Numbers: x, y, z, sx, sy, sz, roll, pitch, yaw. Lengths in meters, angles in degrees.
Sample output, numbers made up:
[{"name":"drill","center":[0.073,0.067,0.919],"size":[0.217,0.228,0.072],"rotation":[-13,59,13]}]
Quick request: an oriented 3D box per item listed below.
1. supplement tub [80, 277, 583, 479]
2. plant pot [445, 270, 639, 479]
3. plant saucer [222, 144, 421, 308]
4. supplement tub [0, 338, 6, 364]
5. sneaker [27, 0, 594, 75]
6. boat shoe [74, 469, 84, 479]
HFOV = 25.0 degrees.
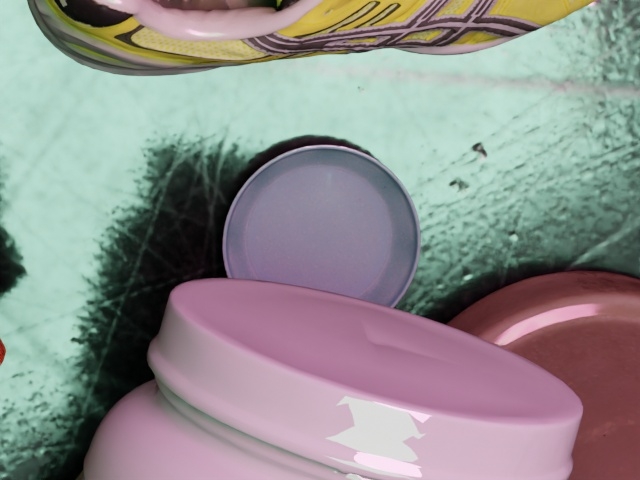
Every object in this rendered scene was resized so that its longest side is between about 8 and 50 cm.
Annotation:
[{"name":"supplement tub","center":[-0.016,0.201,0.691],"size":[0.235,0.235,0.324],"rotation":[14,99,-10]},{"name":"plant pot","center":[0.177,0.168,0.824],"size":[0.263,0.229,0.263],"rotation":[-2,102,-8]},{"name":"plant saucer","center":[0.000,0.000,0.867],"size":[0.119,0.021,0.119],"rotation":[-1,102,-7]},{"name":"supplement tub","center":[-0.306,-0.034,0.731],"size":[0.194,0.193,0.316],"rotation":[-29,105,-1]},{"name":"sneaker","center":[0.035,-0.156,0.773],"size":[0.385,0.147,0.145],"rotation":[-15,102,-5]},{"name":"boat shoe","center":[-0.144,0.224,0.847],"size":[0.123,0.120,0.324],"rotation":[34,96,-13]}]
